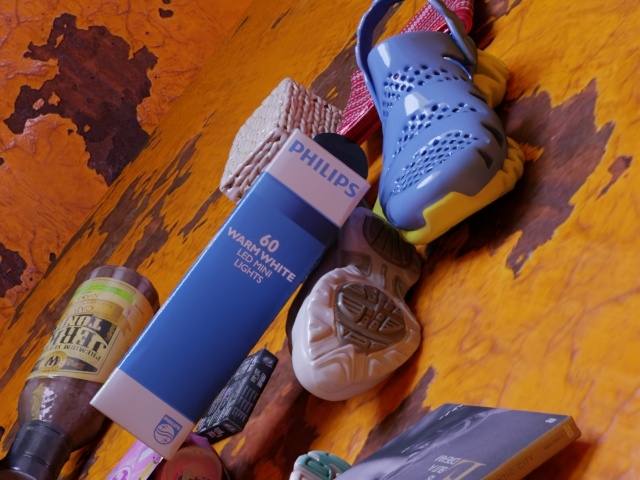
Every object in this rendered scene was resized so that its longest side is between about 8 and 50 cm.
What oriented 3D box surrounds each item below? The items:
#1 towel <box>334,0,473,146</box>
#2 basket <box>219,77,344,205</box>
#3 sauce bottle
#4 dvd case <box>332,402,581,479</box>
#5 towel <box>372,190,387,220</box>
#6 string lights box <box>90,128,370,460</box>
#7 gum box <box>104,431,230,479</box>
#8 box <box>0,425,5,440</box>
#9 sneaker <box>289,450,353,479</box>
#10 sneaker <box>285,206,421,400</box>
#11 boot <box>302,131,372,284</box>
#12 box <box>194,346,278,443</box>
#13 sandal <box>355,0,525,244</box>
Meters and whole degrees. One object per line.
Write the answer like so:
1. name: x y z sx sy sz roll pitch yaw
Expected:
1. towel: 0.093 -0.203 1.484 0.199 0.031 0.275 -45 11 20
2. basket: -0.034 -0.092 1.498 0.113 0.103 0.167 -46 17 24
3. sauce bottle: -0.292 0.172 1.634 0.111 0.111 0.344 -40 20 36
4. dvd case: 0.020 0.157 0.760 0.221 0.018 0.164 -32 7 -18
5. towel: 0.094 -0.089 1.281 0.102 0.021 0.237 -42 18 35
6. string lights box: -0.073 0.045 1.078 0.259 0.077 0.133 -54 3 -11
7. gum box: -0.158 0.240 1.172 0.188 0.062 0.107 -52 15 -3
8. box: -0.455 0.394 1.404 0.395 0.097 0.318 -66 12 3
9. sneaker: -0.020 0.217 0.862 0.076 0.065 0.166 -60 2 46
10. sneaker: 0.015 0.070 1.049 0.115 0.090 0.232 -52 5 26
11. boot: 0.000 0.000 1.297 0.219 0.082 0.106 -79 9 -52
12. box: -0.078 0.143 1.246 0.067 0.018 0.083 -32 24 51
13. sandal: 0.083 -0.111 1.121 0.126 0.138 0.317 -32 24 17
